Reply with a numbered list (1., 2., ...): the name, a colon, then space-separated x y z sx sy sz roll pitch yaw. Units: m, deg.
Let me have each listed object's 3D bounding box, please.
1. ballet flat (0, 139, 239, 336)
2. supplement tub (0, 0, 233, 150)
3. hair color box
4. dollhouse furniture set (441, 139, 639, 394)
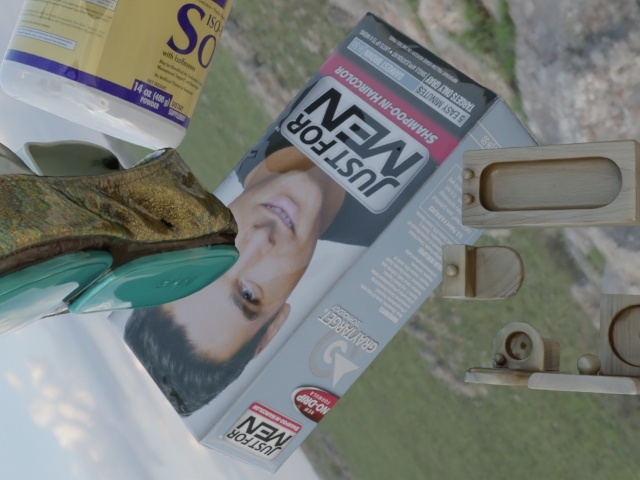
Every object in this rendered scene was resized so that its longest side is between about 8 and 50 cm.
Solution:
1. ballet flat: -0.156 -0.006 0.602 0.123 0.123 0.348 59 -161 6
2. supplement tub: -0.233 -0.299 1.335 0.241 0.331 0.241 20 180 0
3. hair color box: 0.000 0.000 0.963 0.185 0.374 0.113 43 -176 41
4. dollhouse furniture set: 0.131 0.011 0.633 0.123 0.144 0.151 11 -101 -58
